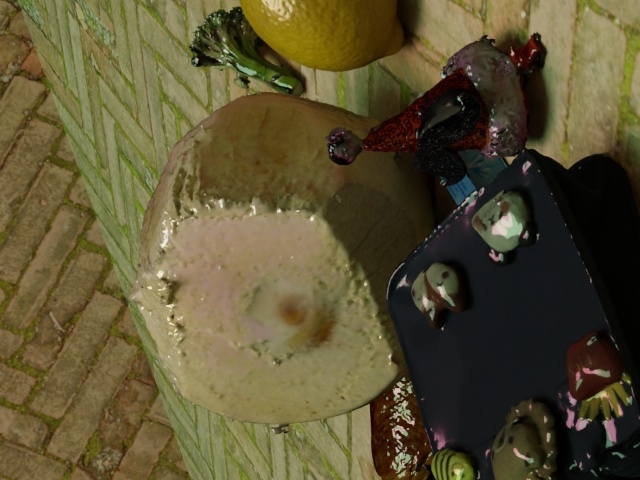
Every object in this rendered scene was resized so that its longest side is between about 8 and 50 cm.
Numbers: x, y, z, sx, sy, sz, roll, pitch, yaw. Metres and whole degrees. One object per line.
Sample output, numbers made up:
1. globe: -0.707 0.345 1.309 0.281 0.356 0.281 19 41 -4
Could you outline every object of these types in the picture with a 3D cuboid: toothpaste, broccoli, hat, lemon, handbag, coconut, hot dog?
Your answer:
1. toothpaste: 0.189 -0.048 1.650 0.272 0.053 0.066 60 162 28
2. broccoli: -0.098 -0.262 2.173 0.204 0.118 0.122 38 114 32
3. hat: 0.114 -0.126 1.527 0.140 0.227 0.129 131 119 -74
4. lemon: -0.001 -0.296 1.739 0.244 0.187 0.187 42 165 -14
5. handbag: 0.201 0.108 1.442 0.303 0.122 0.329 -48 45 48
6. coconut: -0.035 0.004 1.849 0.404 0.404 0.404 53 154 41
7. hot dog: 0.117 0.211 1.983 0.160 0.099 0.227 -159 64 -70

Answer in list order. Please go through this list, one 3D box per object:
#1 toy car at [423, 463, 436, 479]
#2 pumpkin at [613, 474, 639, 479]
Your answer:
1. toy car: 0.230 0.411 1.862 0.301 0.118 0.193 51 166 39
2. pumpkin: 0.280 0.365 1.493 0.248 0.248 0.248 53 154 41
